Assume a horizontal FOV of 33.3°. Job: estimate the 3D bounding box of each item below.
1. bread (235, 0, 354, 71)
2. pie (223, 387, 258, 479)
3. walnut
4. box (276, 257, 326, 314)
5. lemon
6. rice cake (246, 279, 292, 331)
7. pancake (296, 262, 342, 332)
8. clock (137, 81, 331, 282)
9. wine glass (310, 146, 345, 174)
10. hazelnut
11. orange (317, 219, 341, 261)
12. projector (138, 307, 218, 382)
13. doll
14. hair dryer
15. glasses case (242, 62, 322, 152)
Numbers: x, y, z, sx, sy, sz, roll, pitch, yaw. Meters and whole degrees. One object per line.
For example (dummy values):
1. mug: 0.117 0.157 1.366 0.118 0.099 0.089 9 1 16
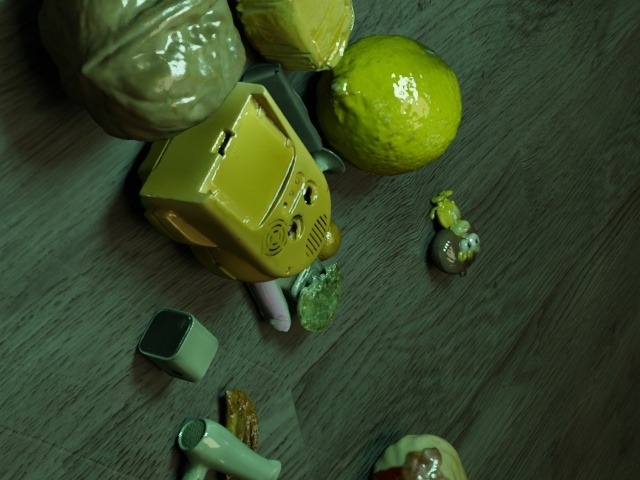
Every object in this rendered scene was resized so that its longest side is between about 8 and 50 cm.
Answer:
1. bread: -0.050 -0.386 1.720 0.179 0.133 0.250 -63 144 -24
2. pie: -0.142 0.343 1.880 0.088 0.033 0.191 -11 106 -49
3. walnut: -0.235 -0.262 1.405 0.273 0.226 0.273 -16 109 -55
4. box: -0.028 0.086 1.947 0.089 0.062 0.122 -61 142 -23
5. lemon: 0.120 -0.240 1.908 0.310 0.253 0.254 5 95 -55
6. rice cake: -0.108 0.055 1.834 0.055 0.049 0.270 -57 139 -37
7. pancake: 0.002 0.107 1.921 0.129 0.022 0.116 -28 125 -48
8. clock: -0.113 -0.067 1.642 0.317 0.200 0.244 46 64 -42
9. wine glass: -0.035 -0.062 1.869 0.093 0.092 0.202 51 55 -48
10. hazelnut: 0.223 0.554 2.289 0.261 0.241 0.261 -42 140 -51
11. orange: 0.000 0.000 1.954 0.085 0.085 0.085 -21 116 -51
12. projector: -0.221 0.163 1.672 0.083 0.083 0.082 -63 143 -21
13. doll: 0.289 -0.008 2.357 0.188 0.096 0.145 58 44 -32
14. hair dryer: -0.194 0.434 1.797 0.206 0.075 0.237 41 78 -37
15. glasses case: -0.062 -0.218 1.805 0.191 0.072 0.042 59 35 -45
